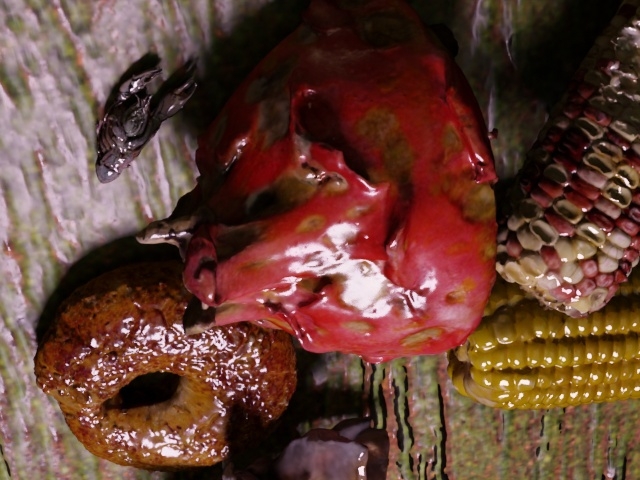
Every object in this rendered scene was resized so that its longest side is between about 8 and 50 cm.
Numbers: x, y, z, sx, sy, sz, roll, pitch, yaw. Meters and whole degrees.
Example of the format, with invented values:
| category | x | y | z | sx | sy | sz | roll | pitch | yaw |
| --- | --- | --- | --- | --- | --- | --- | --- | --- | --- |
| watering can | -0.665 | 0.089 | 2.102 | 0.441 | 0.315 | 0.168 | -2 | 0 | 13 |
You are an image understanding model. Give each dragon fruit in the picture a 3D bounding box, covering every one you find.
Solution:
| category | x | y | z | sx | sy | sz | roll | pitch | yaw |
| --- | --- | --- | --- | --- | --- | --- | --- | --- | --- |
| dragon fruit | 0.000 | 0.000 | 0.802 | 0.211 | 0.134 | 0.262 | -19 | 123 | -18 |

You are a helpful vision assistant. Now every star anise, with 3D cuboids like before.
| category | x | y | z | sx | sy | sz | roll | pitch | yaw |
| --- | --- | --- | --- | --- | --- | --- | --- | --- | --- |
| star anise | -0.053 | 0.205 | 0.959 | 0.229 | 0.093 | 0.236 | -21 | 171 | -44 |

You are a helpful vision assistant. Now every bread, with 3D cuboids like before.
| category | x | y | z | sx | sy | sz | roll | pitch | yaw |
| --- | --- | --- | --- | --- | --- | --- | --- | --- | --- |
| bread | -0.105 | 0.095 | 0.917 | 0.193 | 0.064 | 0.193 | -6 | 127 | -8 |

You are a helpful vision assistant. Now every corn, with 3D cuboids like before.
| category | x | y | z | sx | sy | sz | roll | pitch | yaw |
| --- | --- | --- | --- | --- | --- | --- | --- | --- | --- |
| corn | 0.207 | -0.086 | 0.822 | 0.098 | 0.098 | 0.290 | 29 | 94 | -30 |
| corn | 0.255 | 0.046 | 0.943 | 0.344 | 0.131 | 0.131 | -8 | 125 | -10 |

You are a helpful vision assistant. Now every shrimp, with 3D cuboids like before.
| category | x | y | z | sx | sy | sz | roll | pitch | yaw |
| --- | --- | --- | --- | --- | --- | --- | --- | --- | --- |
| shrimp | -0.119 | -0.077 | 0.818 | 0.038 | 0.029 | 0.092 | 39 | 102 | -24 |
